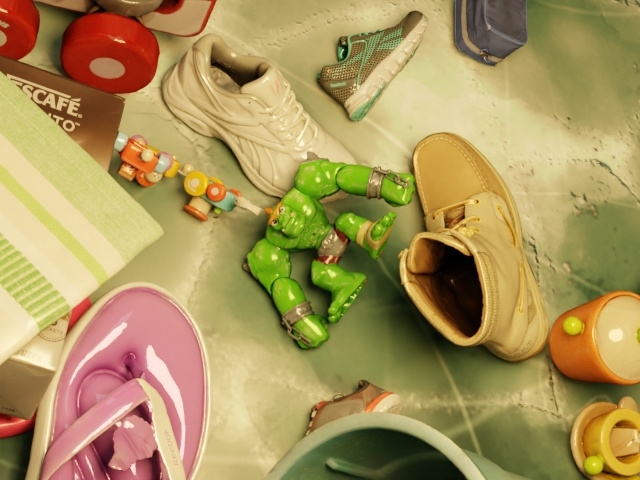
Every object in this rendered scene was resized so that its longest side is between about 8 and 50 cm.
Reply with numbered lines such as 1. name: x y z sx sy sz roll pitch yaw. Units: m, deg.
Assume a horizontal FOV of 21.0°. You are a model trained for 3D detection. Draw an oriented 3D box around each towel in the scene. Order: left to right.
1. towel: -0.328 0.001 1.452 0.248 0.038 0.325 44 56 7

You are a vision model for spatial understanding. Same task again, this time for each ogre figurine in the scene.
1. ogre figurine: 0.000 0.000 1.737 0.118 0.197 0.097 31 25 14

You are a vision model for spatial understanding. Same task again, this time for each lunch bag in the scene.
1. lunch bag: 0.192 -0.247 1.974 0.067 0.065 0.098 22 56 -29

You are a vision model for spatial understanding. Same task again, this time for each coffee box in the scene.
1. coffee box: -0.296 -0.011 1.564 0.168 0.119 0.297 18 57 -13

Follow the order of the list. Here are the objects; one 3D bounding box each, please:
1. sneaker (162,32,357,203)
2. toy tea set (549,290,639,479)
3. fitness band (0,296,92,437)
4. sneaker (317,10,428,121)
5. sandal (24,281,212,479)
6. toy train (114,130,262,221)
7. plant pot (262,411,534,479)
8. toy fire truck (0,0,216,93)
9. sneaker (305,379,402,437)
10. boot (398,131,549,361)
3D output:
1. sneaker: -0.054 -0.126 1.780 0.232 0.115 0.090 33 57 -3
2. toy tea set: 0.390 0.114 1.809 0.336 0.124 0.200 -25 95 -31
3. fitness band: -0.340 0.051 1.616 0.209 0.054 0.291 -35 82 -35
4. sneaker: 0.057 -0.209 1.903 0.076 0.065 0.166 36 55 3
5. sandal: -0.185 0.226 1.536 0.169 0.102 0.416 29 63 -23
6. toy train: -0.145 -0.056 1.714 0.166 0.125 0.046 29 94 -22
7. plant pot: 0.143 0.340 1.481 0.334 0.341 0.341 17 56 -42
8. toy fire truck: -0.241 -0.292 1.703 0.302 0.254 0.169 13 61 -12
9. sneaker: 0.008 0.192 1.691 0.065 0.061 0.158 35 51 30
10. boot: 0.135 -0.005 1.752 0.203 0.095 0.262 15 53 -65
